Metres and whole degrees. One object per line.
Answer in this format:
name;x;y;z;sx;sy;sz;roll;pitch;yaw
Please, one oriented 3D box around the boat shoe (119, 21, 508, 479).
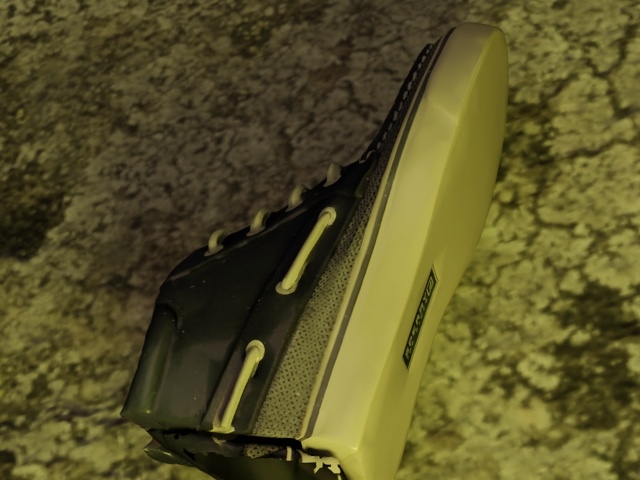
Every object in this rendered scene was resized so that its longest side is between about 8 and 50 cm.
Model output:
boat shoe;0.000;0.000;1.106;0.158;0.127;0.341;10;58;19
